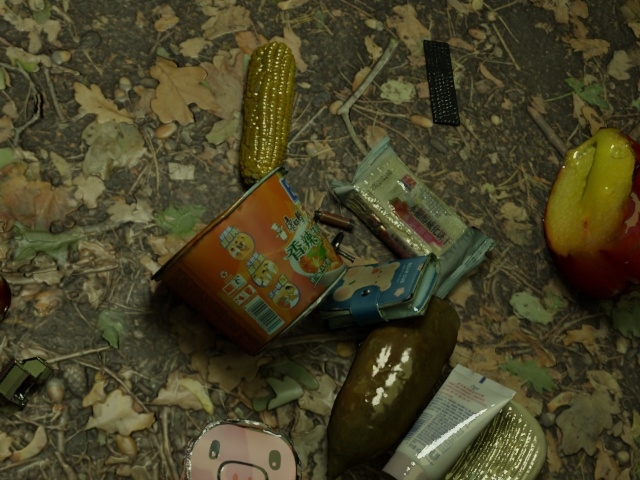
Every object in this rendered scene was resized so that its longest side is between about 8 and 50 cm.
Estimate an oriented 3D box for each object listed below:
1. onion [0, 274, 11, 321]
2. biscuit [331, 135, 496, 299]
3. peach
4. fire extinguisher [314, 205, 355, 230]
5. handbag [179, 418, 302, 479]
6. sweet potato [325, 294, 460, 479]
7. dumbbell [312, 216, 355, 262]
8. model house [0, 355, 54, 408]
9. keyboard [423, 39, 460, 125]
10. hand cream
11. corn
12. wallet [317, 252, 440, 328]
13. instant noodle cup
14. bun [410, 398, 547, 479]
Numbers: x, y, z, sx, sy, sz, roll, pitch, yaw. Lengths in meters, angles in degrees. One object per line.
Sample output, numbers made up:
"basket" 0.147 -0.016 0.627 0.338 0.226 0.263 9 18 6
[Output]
"onion" -0.555 0.088 1.639 0.117 0.118 0.119 -11 71 -19
"biscuit" 0.178 -0.044 1.979 0.309 0.079 0.186 45 62 6
"peach" 0.568 -0.060 2.013 0.281 0.281 0.338 -11 79 -24
"fire extinguisher" 0.024 -0.043 1.952 0.083 0.022 0.028 18 98 -11
"handbag" -0.128 0.388 1.649 0.205 0.116 0.179 12 62 -13
"sweet potato" 0.113 0.255 1.778 0.158 0.158 0.370 33 59 -3
"dumbbell" 0.000 0.000 1.898 0.147 0.069 0.069 30 60 -5
"model house" -0.480 0.217 1.642 0.058 0.057 0.083 30 77 25
"keyboard" 0.256 -0.336 2.175 0.061 0.013 0.204 4 65 -19
"hand cream" 0.206 0.320 1.729 0.248 0.083 0.133 -46 43 -16
"corn" -0.098 -0.242 1.956 0.102 0.102 0.313 9 64 -16
"wallet" 0.102 0.091 1.816 0.059 0.202 0.141 61 37 -28
"instant noodle cup" -0.108 0.047 1.731 0.214 0.296 0.296 49 60 -3
"bun" 0.273 0.372 1.801 0.237 0.116 0.210 14 68 13
